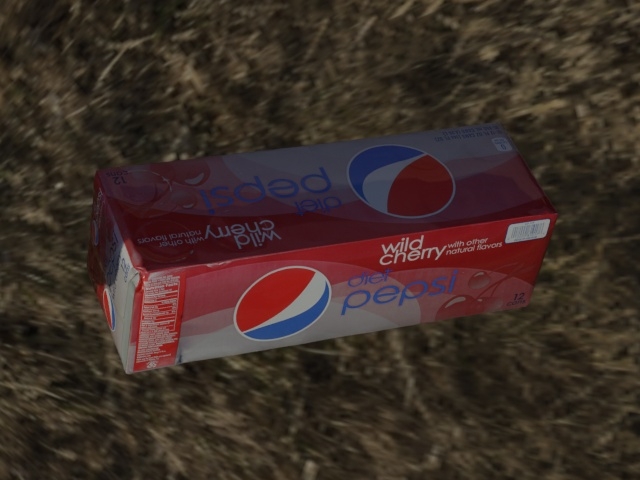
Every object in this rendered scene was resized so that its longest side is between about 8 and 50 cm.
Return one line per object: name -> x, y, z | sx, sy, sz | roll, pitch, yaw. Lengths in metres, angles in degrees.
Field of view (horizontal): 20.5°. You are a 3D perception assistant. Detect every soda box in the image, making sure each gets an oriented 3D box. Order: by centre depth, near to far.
soda box -> 0.000, 0.000, 1.047 | 0.263, 0.083, 0.092 | -8, 46, -21
